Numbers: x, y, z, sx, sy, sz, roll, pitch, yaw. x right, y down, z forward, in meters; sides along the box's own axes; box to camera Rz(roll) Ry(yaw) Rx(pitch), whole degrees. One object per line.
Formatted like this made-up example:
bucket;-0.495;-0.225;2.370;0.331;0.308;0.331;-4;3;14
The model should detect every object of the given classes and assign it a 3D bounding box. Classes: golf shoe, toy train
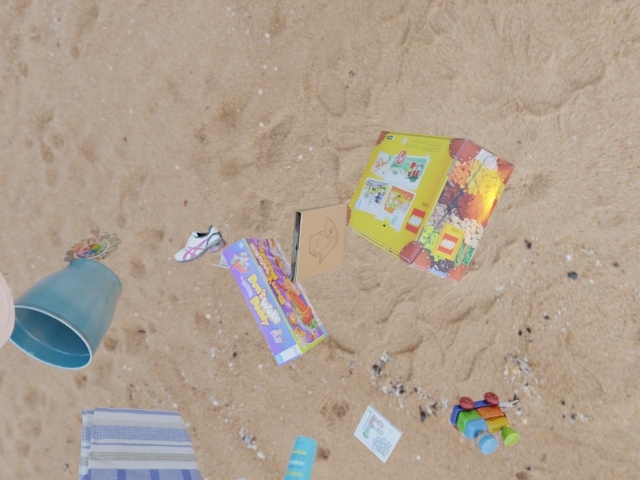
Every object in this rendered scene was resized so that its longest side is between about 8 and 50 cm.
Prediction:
golf shoe;-0.384;0.011;1.389;0.186;0.067;0.086;-22;107;19
toy train;0.511;0.516;1.265;0.248;0.143;0.105;-2;114;-19

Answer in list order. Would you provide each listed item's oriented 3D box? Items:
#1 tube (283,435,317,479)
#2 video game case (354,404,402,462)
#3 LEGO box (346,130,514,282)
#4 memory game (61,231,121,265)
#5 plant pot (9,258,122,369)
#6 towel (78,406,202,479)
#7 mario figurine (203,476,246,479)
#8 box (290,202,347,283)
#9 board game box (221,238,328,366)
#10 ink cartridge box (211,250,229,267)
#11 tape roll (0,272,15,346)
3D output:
tube;-0.056;0.537;0.966;0.080;0.207;0.052;-13;131;31
video game case;0.199;0.676;1.560;0.143;0.019;0.157;35;121;28
LEGO box;0.308;-0.136;1.440;0.193;0.500;0.372;20;98;-24
memory game;-0.749;0.031;1.465;0.186;0.186;0.012;-41;71;23
plant pot;-0.747;0.200;1.342;0.272;0.255;0.271;7;130;8
towel;-0.347;0.400;0.849;0.285;0.209;0.034;18;93;62
mario figurine;-0.415;0.965;1.718;0.198;0.170;0.320;37;139;-10
box;0.000;0.000;1.047;0.021;0.201;0.164;14;106;32
board game box;-0.123;0.162;1.288;0.078;0.233;0.347;-31;82;15
ink cartridge box;-0.318;0.078;1.726;0.104;0.180;0.060;5;86;53
tape roll;-0.818;0.132;0.976;0.100;0.286;0.286;-22;87;-4
